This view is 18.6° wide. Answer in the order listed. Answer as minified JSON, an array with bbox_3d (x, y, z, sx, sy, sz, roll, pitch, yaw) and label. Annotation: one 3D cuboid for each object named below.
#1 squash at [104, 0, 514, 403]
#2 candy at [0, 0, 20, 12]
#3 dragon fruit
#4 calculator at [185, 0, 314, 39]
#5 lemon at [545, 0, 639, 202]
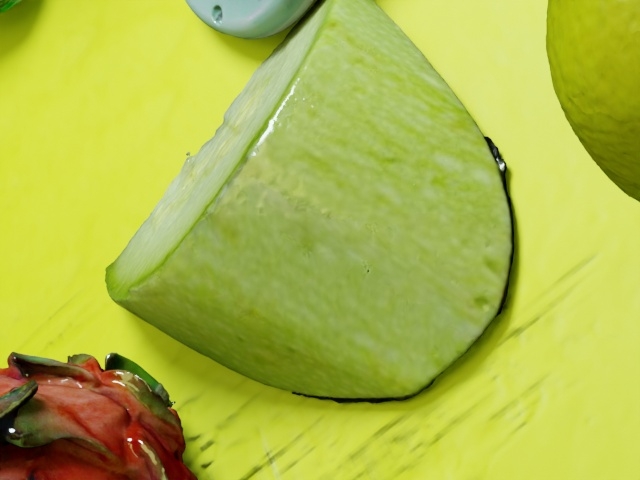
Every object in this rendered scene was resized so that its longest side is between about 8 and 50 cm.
[{"bbox_3d":[0.000,0.000,1.098,0.237,0.155,0.204,-54,13,16],"label":"squash"},{"bbox_3d":[-0.226,-0.301,1.352,0.097,0.097,0.323,-15,60,37],"label":"candy"},{"bbox_3d":[-0.176,0.161,1.057,0.192,0.274,0.193,16,128,43],"label":"dragon fruit"},{"bbox_3d":[-0.030,-0.266,1.139,0.185,0.041,0.299,26,111,49],"label":"calculator"},{"bbox_3d":[0.192,-0.112,0.858,0.184,0.184,0.248,10,76,42],"label":"lemon"}]
